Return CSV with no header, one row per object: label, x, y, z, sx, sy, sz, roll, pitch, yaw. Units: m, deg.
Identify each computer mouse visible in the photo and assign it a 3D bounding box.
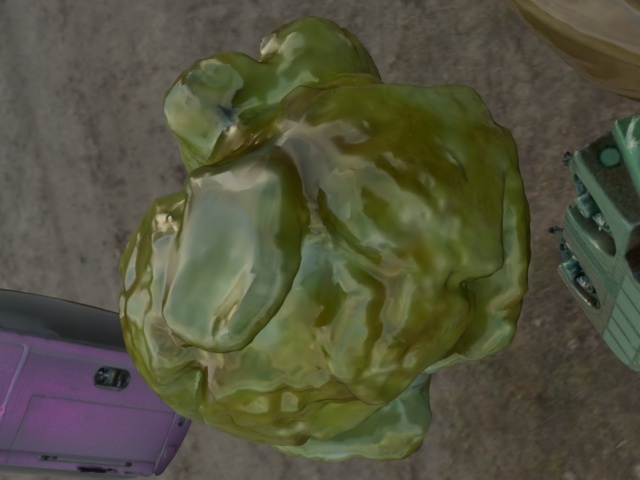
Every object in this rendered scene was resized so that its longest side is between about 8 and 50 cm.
computer mouse,-0.235,0.132,0.980,0.072,0.310,0.158,23,93,41

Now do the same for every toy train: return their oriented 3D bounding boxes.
toy train,0.265,0.002,0.868,0.129,0.326,0.159,-29,70,-1

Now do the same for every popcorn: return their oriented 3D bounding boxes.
popcorn,-0.002,-0.006,0.690,0.276,0.225,0.276,-14,55,21

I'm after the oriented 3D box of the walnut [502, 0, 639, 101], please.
walnut,0.187,-0.203,0.537,0.285,0.296,0.285,0,78,1
